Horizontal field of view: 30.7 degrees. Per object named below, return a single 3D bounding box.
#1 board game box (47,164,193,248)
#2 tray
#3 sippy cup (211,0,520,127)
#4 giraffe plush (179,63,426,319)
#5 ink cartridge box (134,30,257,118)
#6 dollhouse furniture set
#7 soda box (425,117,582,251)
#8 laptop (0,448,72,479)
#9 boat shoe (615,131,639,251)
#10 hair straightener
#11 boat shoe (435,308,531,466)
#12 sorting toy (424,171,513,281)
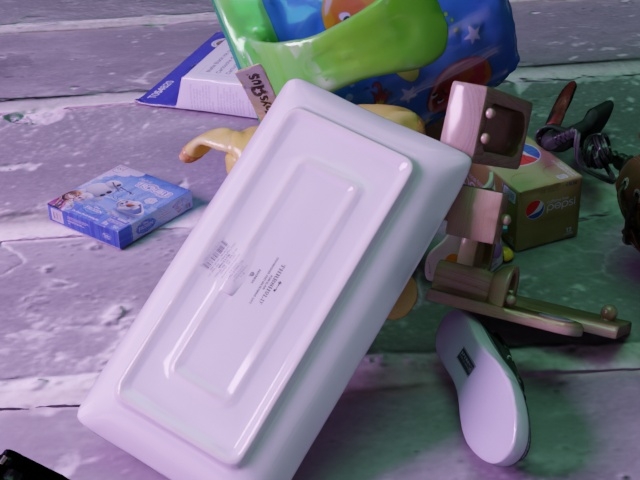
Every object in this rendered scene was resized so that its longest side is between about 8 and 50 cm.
[{"bbox_3d":[-0.175,-0.031,1.020,0.090,0.020,0.090,20,36,33],"label":"board game box"},{"bbox_3d":[-0.031,0.027,0.729,0.145,0.030,0.270,27,78,21],"label":"tray"},{"bbox_3d":[0.037,-0.177,0.989,0.224,0.240,0.305,-22,47,-2],"label":"sippy cup"},{"bbox_3d":[0.000,0.000,0.833,0.181,0.210,0.170,-25,51,24],"label":"giraffe plush"},{"bbox_3d":[-0.056,-0.198,1.261,0.224,0.045,0.223,8,33,18],"label":"ink cartridge box"},{"bbox_3d":[0.154,-0.018,0.797,0.123,0.151,0.144,14,6,24],"label":"dollhouse furniture set"},{"bbox_3d":[0.150,-0.063,1.010,0.061,0.058,0.181,-14,34,-18],"label":"soda box"},{"bbox_3d":[-0.198,0.234,0.590,0.264,0.136,0.234,27,35,-1],"label":"laptop"},{"bbox_3d":[0.278,-0.015,0.889,0.105,0.110,0.307,5,22,19],"label":"boat shoe"},{"bbox_3d":[0.239,-0.094,1.014,0.089,0.047,0.230,29,17,8],"label":"hair straightener"},{"bbox_3d":[0.114,0.095,0.764,0.040,0.049,0.142,25,25,-24],"label":"boat shoe"},{"bbox_3d":[0.122,-0.013,0.912,0.045,0.075,0.083,20,38,32],"label":"sorting toy"}]
